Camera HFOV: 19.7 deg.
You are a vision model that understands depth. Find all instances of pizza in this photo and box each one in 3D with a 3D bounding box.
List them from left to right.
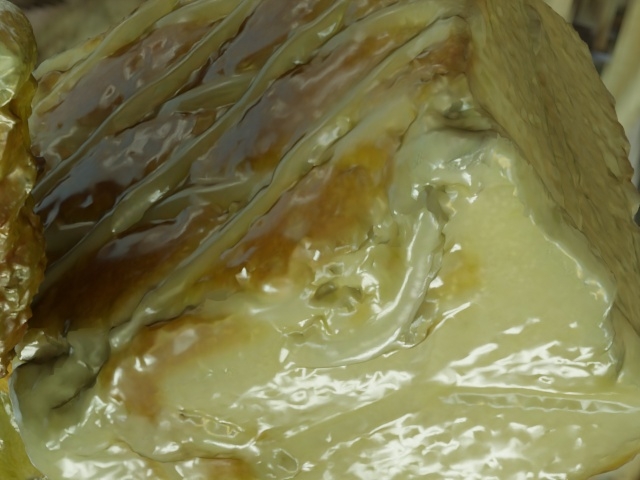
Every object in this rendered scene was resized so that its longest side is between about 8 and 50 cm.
[{"bbox_3d":[-0.199,-0.049,1.041,0.087,0.268,0.258,5,-148,-15],"label":"pizza"}]

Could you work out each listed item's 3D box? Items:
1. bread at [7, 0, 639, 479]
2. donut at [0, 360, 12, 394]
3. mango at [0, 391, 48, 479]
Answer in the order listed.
[{"bbox_3d":[0.000,0.000,1.180,0.390,0.371,0.279,-28,129,23],"label":"bread"},{"bbox_3d":[-0.256,0.054,1.365,0.152,0.058,0.152,22,155,11],"label":"donut"},{"bbox_3d":[-0.294,0.113,1.687,0.091,0.237,0.137,-19,-170,-15],"label":"mango"}]
